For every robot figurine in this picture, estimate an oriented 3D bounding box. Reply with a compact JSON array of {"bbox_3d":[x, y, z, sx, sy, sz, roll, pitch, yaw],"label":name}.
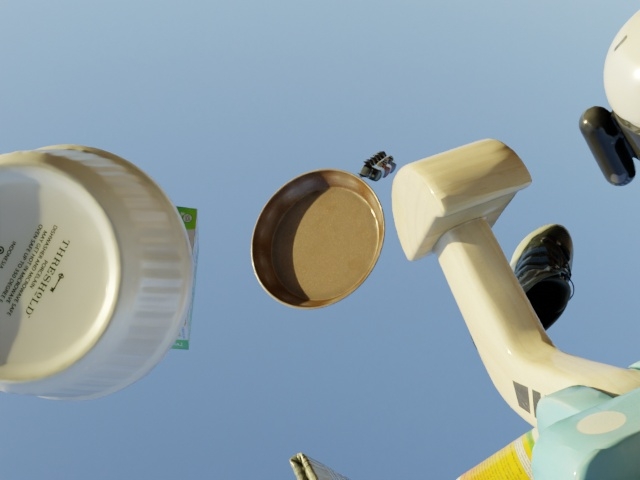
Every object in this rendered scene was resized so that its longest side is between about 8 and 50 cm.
[{"bbox_3d":[0.410,-0.134,0.917,0.278,0.209,0.173,46,177,-33],"label":"robot figurine"}]

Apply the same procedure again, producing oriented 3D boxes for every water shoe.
[{"bbox_3d":[0.233,0.051,0.903,0.073,0.080,0.203,53,-128,-15],"label":"water shoe"}]

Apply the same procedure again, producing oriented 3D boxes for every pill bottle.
[{"bbox_3d":[0.301,0.420,1.421,0.136,0.246,0.136,46,-163,-19],"label":"pill bottle"}]

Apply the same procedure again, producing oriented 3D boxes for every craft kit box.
[{"bbox_3d":[-0.303,0.088,1.909,0.061,0.250,0.246,7,-113,-4],"label":"craft kit box"}]

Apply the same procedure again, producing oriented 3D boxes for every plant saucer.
[{"bbox_3d":[0.000,0.000,0.999,0.168,0.168,0.029,37,-178,32],"label":"plant saucer"}]

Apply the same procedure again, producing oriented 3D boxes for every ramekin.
[{"bbox_3d":[-0.274,0.031,0.875,0.273,0.272,0.127,21,-179,10],"label":"ramekin"}]

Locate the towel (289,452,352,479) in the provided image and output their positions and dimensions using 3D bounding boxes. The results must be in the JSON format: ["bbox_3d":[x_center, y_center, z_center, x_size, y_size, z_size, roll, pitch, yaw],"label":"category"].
[{"bbox_3d":[0.117,0.458,1.258,0.312,0.056,0.324,41,-176,-35],"label":"towel"}]

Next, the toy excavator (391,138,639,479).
[{"bbox_3d":[0.195,0.144,0.573,0.223,0.432,0.445,-19,-172,-14],"label":"toy excavator"}]

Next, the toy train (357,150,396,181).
[{"bbox_3d":[0.087,-0.108,1.283,0.036,0.027,0.158,29,-163,6],"label":"toy train"}]
